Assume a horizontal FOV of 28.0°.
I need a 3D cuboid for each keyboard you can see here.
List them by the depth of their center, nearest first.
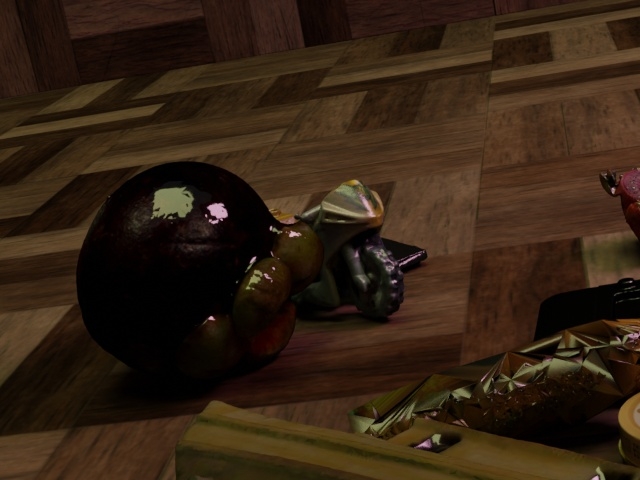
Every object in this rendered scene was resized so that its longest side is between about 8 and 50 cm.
[{"bbox_3d":[0.019,0.008,1.412,0.087,0.017,0.250,-21,19,-27],"label":"keyboard"}]

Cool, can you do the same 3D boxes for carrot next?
[{"bbox_3d":[0.126,0.111,0.895,0.229,0.069,0.069,-18,17,-1],"label":"carrot"}]

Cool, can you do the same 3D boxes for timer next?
[{"bbox_3d":[0.261,0.072,0.988,0.187,0.055,0.144,-10,16,18],"label":"timer"}]

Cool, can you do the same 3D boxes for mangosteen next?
[{"bbox_3d":[-0.116,0.031,1.143,0.210,0.209,0.210,-10,17,3],"label":"mangosteen"}]

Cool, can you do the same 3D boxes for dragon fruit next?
[{"bbox_3d":[0.336,-0.021,1.227,0.126,0.068,0.112,-1,31,-13],"label":"dragon fruit"}]

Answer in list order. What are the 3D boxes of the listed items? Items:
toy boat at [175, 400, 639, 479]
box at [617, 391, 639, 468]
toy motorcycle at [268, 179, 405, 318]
[{"bbox_3d":[0.074,0.156,0.696,0.445,0.135,0.162,4,18,44],"label":"toy boat"},{"bbox_3d":[0.247,0.126,0.837,0.106,0.037,0.105,-9,17,3],"label":"box"},{"bbox_3d":[-0.001,0.000,1.252,0.094,0.129,0.229,-20,18,-36],"label":"toy motorcycle"}]
